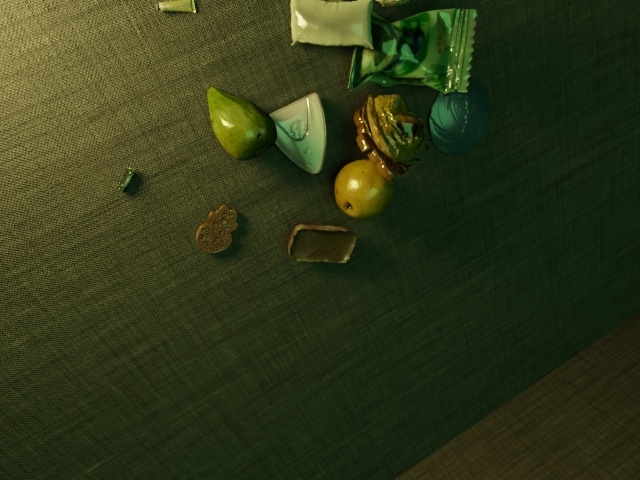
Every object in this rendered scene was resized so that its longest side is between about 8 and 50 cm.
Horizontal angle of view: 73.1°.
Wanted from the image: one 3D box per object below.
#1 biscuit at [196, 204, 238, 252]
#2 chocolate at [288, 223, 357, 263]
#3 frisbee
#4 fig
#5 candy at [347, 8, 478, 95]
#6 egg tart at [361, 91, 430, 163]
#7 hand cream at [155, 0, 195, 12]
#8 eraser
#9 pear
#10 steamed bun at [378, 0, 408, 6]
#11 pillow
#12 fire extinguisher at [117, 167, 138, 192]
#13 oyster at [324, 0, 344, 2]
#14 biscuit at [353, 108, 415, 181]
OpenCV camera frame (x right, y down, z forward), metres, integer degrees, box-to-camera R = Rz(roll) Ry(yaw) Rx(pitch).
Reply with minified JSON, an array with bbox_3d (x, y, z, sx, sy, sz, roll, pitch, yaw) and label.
[{"bbox_3d":[-0.341,-0.036,1.443,0.124,0.026,0.175,28,99,-32],"label":"biscuit"},{"bbox_3d":[0.001,0.000,1.579,0.262,0.083,0.161,7,126,-26],"label":"chocolate"},{"bbox_3d":[0.540,-0.462,1.637,0.290,0.049,0.289,-9,115,-21],"label":"frisbee"},{"bbox_3d":[-0.243,-0.339,1.274,0.234,0.167,0.167,37,94,-29],"label":"fig"},{"bbox_3d":[0.290,-0.599,1.363,0.399,0.172,0.262,2,111,2],"label":"candy"},{"bbox_3d":[0.271,-0.386,1.432,0.297,0.296,0.132,28,138,-31],"label":"egg tart"},{"bbox_3d":[-0.391,-0.631,1.166,0.102,0.022,0.035,-17,117,-23],"label":"hand cream"},{"bbox_3d":[-0.062,-0.330,1.419,0.204,0.059,0.243,-29,117,-11],"label":"eraser"},{"bbox_3d":[0.147,-0.171,1.499,0.209,0.209,0.208,-9,115,-20],"label":"pear"},{"bbox_3d":[0.221,-0.784,1.329,0.130,0.091,0.112,-11,108,-19],"label":"steamed bun"},{"bbox_3d":[0.035,-0.645,1.265,0.254,0.078,0.144,7,103,9],"label":"pillow"},{"bbox_3d":[-0.570,-0.184,1.277,0.038,0.025,0.083,36,95,-9],"label":"fire extinguisher"},{"bbox_3d":[0.092,-0.854,1.228,0.166,0.110,0.341,33,109,-26],"label":"oyster"},{"bbox_3d":[0.236,-0.320,1.487,0.302,0.277,0.043,-4,156,-42],"label":"biscuit"}]
